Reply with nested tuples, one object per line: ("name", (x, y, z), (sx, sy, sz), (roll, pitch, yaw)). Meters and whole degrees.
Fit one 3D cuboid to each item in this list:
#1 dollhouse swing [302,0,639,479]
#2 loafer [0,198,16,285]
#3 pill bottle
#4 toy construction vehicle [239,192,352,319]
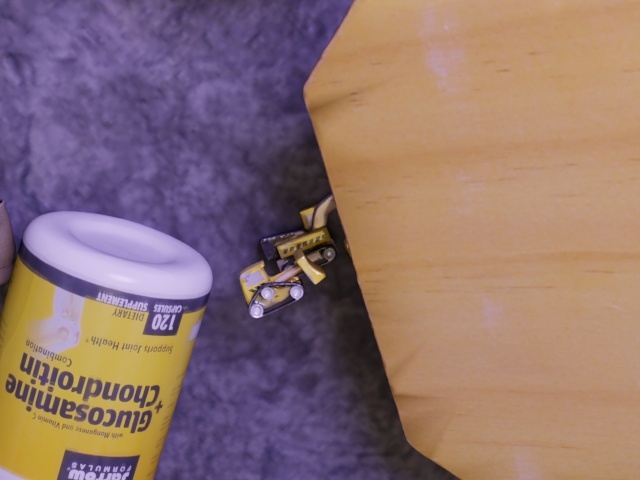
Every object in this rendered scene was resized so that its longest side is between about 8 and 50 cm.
("dollhouse swing", (0.216, -0.056, 0.705), (0.305, 0.315, 0.346), (4, 126, 34))
("loafer", (-0.233, -0.013, 0.728), (0.148, 0.056, 0.050), (10, 104, -19))
("pill bottle", (-0.130, 0.084, 0.737), (0.103, 0.103, 0.184), (15, 103, -10))
("toy construction vehicle", (0.000, 0.000, 0.737), (0.098, 0.086, 0.035), (-24, 100, 2))
